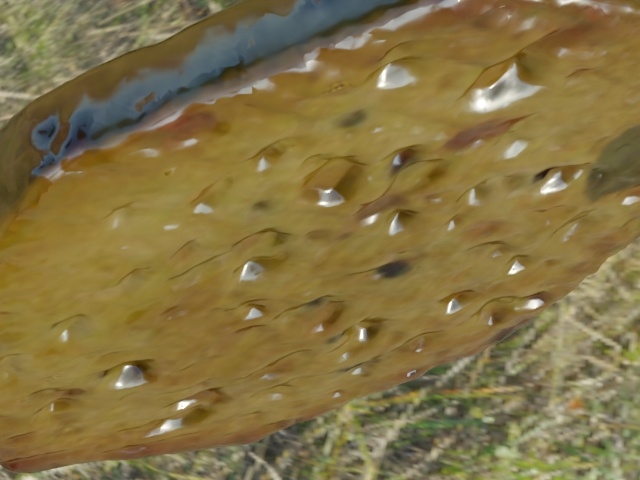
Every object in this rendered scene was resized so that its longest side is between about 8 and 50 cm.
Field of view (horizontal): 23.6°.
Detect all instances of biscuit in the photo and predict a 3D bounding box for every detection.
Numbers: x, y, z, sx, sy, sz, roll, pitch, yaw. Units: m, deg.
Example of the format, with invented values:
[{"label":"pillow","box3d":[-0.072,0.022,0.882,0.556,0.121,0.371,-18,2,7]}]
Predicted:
[{"label":"biscuit","box3d":[-0.001,0.000,0.613,0.359,0.359,0.046,-9,62,-24]}]
